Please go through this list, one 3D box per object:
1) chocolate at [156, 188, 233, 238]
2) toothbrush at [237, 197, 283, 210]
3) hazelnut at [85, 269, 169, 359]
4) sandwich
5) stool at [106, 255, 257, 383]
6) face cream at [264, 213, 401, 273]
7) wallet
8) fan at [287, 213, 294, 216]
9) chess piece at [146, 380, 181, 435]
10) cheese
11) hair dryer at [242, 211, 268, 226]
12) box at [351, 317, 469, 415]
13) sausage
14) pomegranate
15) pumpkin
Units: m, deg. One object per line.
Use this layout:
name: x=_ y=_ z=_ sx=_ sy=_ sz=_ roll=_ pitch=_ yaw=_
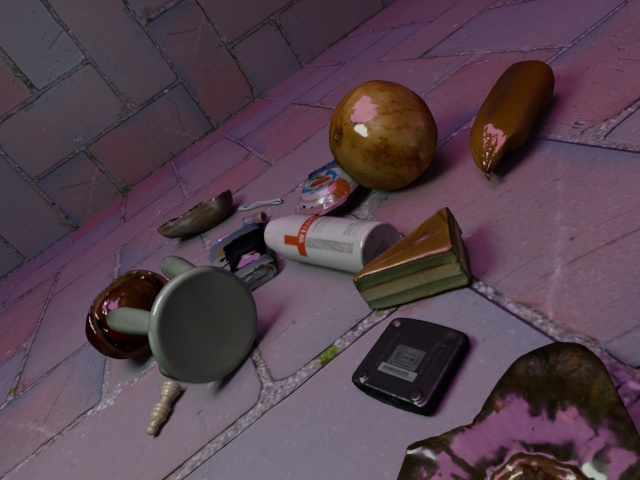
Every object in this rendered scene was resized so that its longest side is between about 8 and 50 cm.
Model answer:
chocolate: x=-0.382 y=-0.070 z=1.458 sx=0.261 sy=0.083 sz=0.161 roll=-25 pitch=11 yaw=16
toothbrush: x=-0.180 y=-0.103 z=1.361 sx=0.204 sy=0.017 sz=0.022 roll=-5 pitch=58 yaw=45
hazelnut: x=-0.413 y=0.160 z=1.020 sx=0.160 sy=0.170 sz=0.202 roll=6 pitch=58 yaw=50
sandwich: x=0.141 y=0.030 z=0.723 sx=0.163 sy=0.079 sz=0.113 roll=-22 pitch=27 yaw=25
stool: x=-0.242 y=0.143 z=0.845 sx=0.198 sy=0.195 sz=0.195 roll=-3 pitch=41 yaw=53
face cream: x=0.000 y=0.000 z=0.901 sx=0.345 sy=0.102 sz=0.102 roll=8 pitch=49 yaw=51
wallet: x=-0.186 y=0.042 z=1.077 sx=0.170 sy=0.069 sz=0.231 roll=-28 pitch=28 yaw=2
fan: x=-0.082 y=-0.048 z=1.174 sx=0.080 sy=0.003 sz=0.060 roll=0 pitch=43 yaw=48
chess piece: x=-0.277 y=0.294 z=0.807 sx=0.035 sy=0.035 sz=0.092 roll=-19 pitch=35 yaw=28
cheese: x=0.017 y=-0.133 z=1.128 sx=0.188 sy=0.074 sz=0.286 roll=-27 pitch=27 yaw=10
hair dryer: x=-0.184 y=-0.026 z=1.226 sx=0.063 sy=0.037 sz=0.114 roll=-16 pitch=40 yaw=29
box: x=0.116 y=0.155 z=0.602 sx=0.126 sy=0.027 sz=0.125 roll=3 pitch=45 yaw=49
sausage: x=0.358 y=-0.234 z=0.888 sx=0.112 sy=0.112 sz=0.328 roll=-1 pitch=44 yaw=47
pomegranate: x=0.134 y=-0.221 z=0.985 sx=0.248 sy=0.248 sz=0.248 roll=-26 pitch=28 yaw=15
pumpkin: x=0.181 y=0.219 z=0.352 sx=0.258 sy=0.095 sz=0.290 roll=-30 pitch=30 yaw=0
